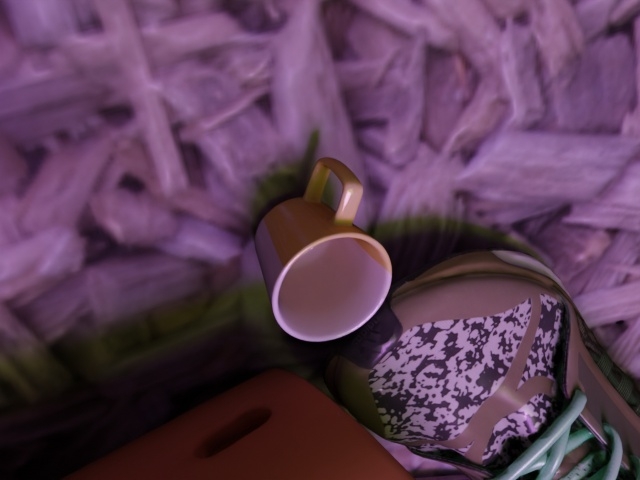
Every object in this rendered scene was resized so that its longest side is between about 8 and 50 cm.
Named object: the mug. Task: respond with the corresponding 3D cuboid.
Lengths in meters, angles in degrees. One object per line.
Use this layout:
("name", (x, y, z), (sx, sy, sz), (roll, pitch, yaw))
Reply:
("mug", (0.001, 0.003, 0.364), (0.078, 0.064, 0.062), (-46, 126, 7))

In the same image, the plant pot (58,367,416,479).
("plant pot", (-0.033, 0.206, 0.360), (0.203, 0.291, 0.290), (-39, 129, -18))

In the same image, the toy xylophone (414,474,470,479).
("toy xylophone", (0.078, 0.341, 0.598), (0.236, 0.081, 0.322), (15, 112, -31))

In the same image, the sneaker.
("sneaker", (0.175, 0.146, 0.457), (0.410, 0.182, 0.158), (33, 103, -35))
